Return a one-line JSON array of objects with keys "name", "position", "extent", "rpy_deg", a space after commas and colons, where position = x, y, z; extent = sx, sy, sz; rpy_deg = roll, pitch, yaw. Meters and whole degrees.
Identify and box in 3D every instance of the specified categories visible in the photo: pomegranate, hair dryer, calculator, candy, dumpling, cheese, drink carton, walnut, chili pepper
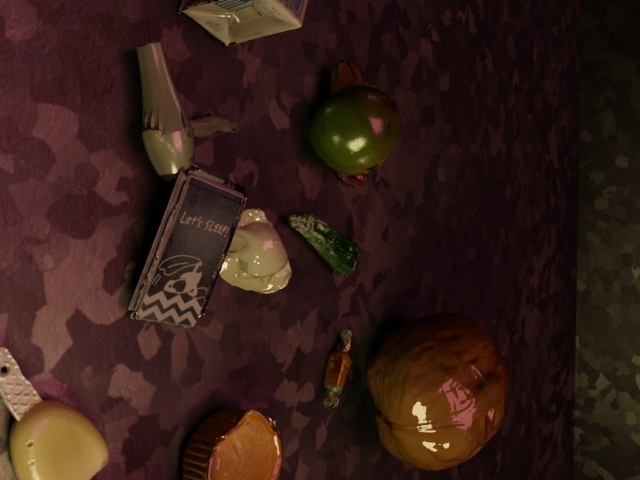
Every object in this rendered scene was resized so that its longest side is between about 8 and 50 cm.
[{"name": "pomegranate", "position": [0.092, -0.268, 1.339], "extent": [0.190, 0.159, 0.240], "rpy_deg": [27, 59, -19]}, {"name": "hair dryer", "position": [-0.233, -0.237, 1.052], "extent": [0.225, 0.089, 0.218], "rpy_deg": [-56, 136, -45]}, {"name": "calculator", "position": [-0.221, 0.016, 1.066], "extent": [0.166, 0.028, 0.273], "rpy_deg": [23, 88, -54]}, {"name": "candy", "position": [0.042, 0.293, 1.427], "extent": [0.046, 0.053, 0.181], "rpy_deg": [35, 64, -46]}, {"name": "dumpling", "position": [-0.135, 0.027, 1.183], "extent": [0.134, 0.099, 0.169], "rpy_deg": [-27, 143, -9]}, {"name": "cheese", "position": [-0.406, 0.259, 0.891], "extent": [0.127, 0.050, 0.255], "rpy_deg": [-44, 122, -38]}, {"name": "drink carton", "position": [-0.103, -0.520, 1.098], "extent": [0.132, 0.194, 0.324], "rpy_deg": [28, 70, -49]}, {"name": "walnut", "position": [0.294, 0.364, 1.532], "extent": [0.398, 0.308, 0.353], "rpy_deg": [-30, 116, -43]}, {"name": "chili pepper", "position": [0.000, 0.000, 1.359], "extent": [0.227, 0.059, 0.088], "rpy_deg": [35, 70, -43]}]

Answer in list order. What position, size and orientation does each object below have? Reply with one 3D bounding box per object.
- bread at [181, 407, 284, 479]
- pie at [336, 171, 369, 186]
[{"name": "bread", "position": [-0.164, 0.407, 1.149], "extent": [0.199, 0.104, 0.199], "rpy_deg": [5, 83, -50]}, {"name": "pie", "position": [0.077, -0.202, 1.456], "extent": [0.154, 0.038, 0.153], "rpy_deg": [-8, 100, -48]}]
